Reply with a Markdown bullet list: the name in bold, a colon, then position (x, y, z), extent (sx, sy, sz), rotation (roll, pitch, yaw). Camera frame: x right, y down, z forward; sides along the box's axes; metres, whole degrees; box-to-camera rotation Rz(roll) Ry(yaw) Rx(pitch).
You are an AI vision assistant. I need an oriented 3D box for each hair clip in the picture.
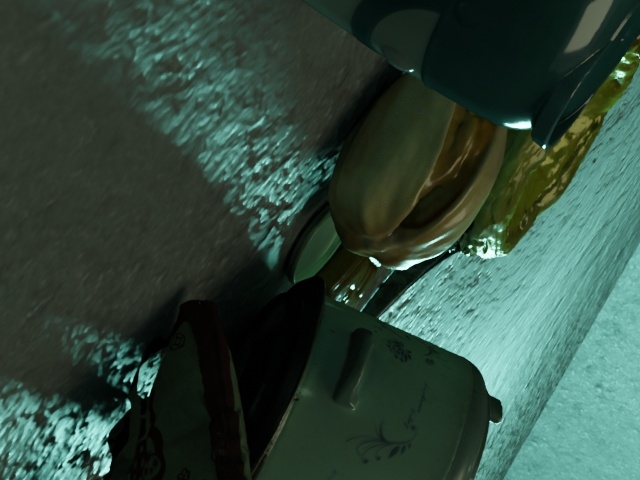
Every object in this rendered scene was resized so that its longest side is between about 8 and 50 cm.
- **hair clip**: position (0.101, 0.055, 2.038), extent (0.229, 0.039, 0.070), rotation (-43, 160, -21)

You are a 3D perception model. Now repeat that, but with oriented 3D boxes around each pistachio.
- **pistachio**: position (0.099, -0.082, 1.575), extent (0.229, 0.157, 0.157), rotation (-59, 164, -3)

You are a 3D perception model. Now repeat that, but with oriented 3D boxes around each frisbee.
- **frisbee**: position (0.000, 0.000, 1.675), extent (0.110, 0.014, 0.110), rotation (-49, 164, -20)

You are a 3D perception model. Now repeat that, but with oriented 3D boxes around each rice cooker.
- **rice cooker**: position (0.008, 0.188, 1.598), extent (0.317, 0.316, 0.264), rotation (101, 6, -54)

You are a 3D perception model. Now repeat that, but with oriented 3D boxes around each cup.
- **cup**: position (0.140, -0.243, 1.181), extent (0.290, 0.257, 0.219), rotation (-52, 168, -10)

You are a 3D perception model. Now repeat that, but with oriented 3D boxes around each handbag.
- **handbag**: position (-0.129, 0.203, 1.414), extent (0.127, 0.235, 0.213), rotation (10, 131, -24)

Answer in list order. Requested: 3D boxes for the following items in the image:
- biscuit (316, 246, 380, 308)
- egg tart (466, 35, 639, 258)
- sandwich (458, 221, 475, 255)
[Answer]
- **biscuit**: position (-0.003, 0.094, 1.794), extent (0.215, 0.034, 0.182), rotation (-52, 167, -2)
- **egg tart**: position (0.254, -0.147, 1.879), extent (0.345, 0.132, 0.345), rotation (-47, 162, -20)
- **sandwich**: position (0.220, -0.025, 2.189), extent (0.105, 0.035, 0.093), rotation (-56, 164, 10)
